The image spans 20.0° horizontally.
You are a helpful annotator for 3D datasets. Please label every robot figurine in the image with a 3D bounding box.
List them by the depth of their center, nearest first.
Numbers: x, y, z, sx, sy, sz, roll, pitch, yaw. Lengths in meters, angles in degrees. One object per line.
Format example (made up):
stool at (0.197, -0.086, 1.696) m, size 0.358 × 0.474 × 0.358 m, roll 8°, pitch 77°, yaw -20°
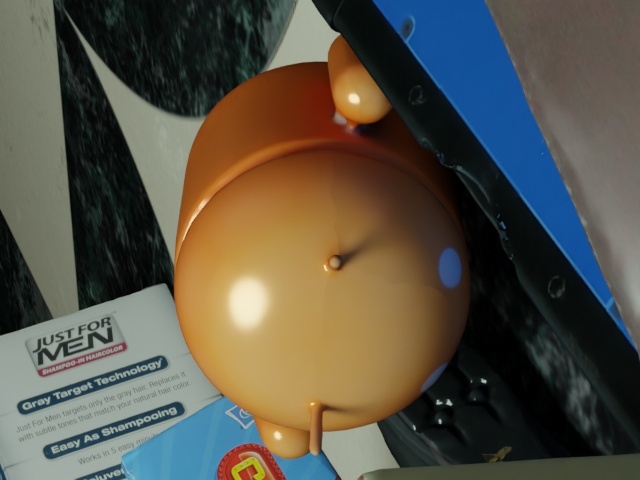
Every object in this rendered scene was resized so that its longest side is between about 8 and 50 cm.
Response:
robot figurine at (0.000, 0.002, 0.793) m, size 0.128 × 0.158 × 0.219 m, roll 47°, pitch -164°, yaw -19°

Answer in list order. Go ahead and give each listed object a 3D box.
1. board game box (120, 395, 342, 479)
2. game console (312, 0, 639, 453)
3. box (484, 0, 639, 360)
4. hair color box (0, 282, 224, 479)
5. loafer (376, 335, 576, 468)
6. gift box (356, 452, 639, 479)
board game box at (0.048, 0.263, 0.857) m, size 0.302 × 0.086 × 0.308 m, roll 54°, pitch 172°, yaw 44°
game console at (0.132, -0.028, 0.598) m, size 0.250 × 0.173 × 0.293 m, roll -57°, pitch 43°, yaw 25°
box at (0.091, -0.184, 0.330) m, size 0.191 × 0.143 × 0.381 m, roll -34°, pitch 70°, yaw 42°
hair color box at (-0.127, 0.209, 1.308) m, size 0.105 × 0.174 × 0.347 m, roll 95°, pitch 152°, yaw -50°
loafer at (0.092, 0.129, 0.794) m, size 0.223 × 0.076 × 0.078 m, roll 54°, pitch 167°, yaw 41°
gift box at (0.140, 0.216, 0.424) m, size 0.255 × 0.258 × 0.276 m, roll 99°, pitch 164°, yaw -48°
